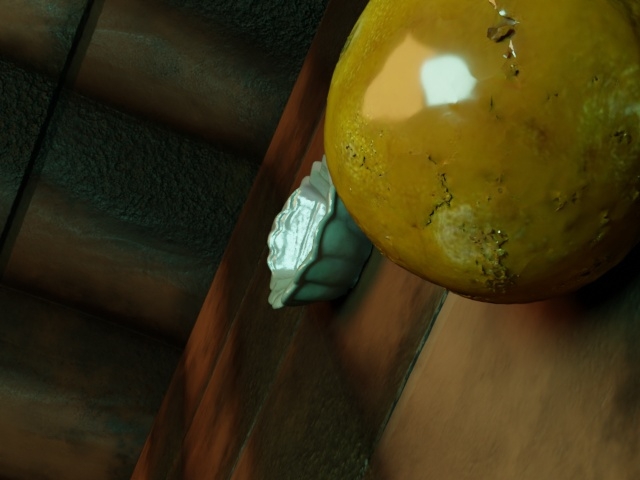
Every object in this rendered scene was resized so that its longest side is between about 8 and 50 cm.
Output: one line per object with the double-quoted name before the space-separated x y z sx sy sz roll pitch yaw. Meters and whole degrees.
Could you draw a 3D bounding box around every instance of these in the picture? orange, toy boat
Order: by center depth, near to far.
"orange" 0.116 -0.081 0.655 0.240 0.240 0.240 -159 90 -78
"toy boat" 0.000 0.000 1.287 0.290 0.100 0.199 -171 103 -77
